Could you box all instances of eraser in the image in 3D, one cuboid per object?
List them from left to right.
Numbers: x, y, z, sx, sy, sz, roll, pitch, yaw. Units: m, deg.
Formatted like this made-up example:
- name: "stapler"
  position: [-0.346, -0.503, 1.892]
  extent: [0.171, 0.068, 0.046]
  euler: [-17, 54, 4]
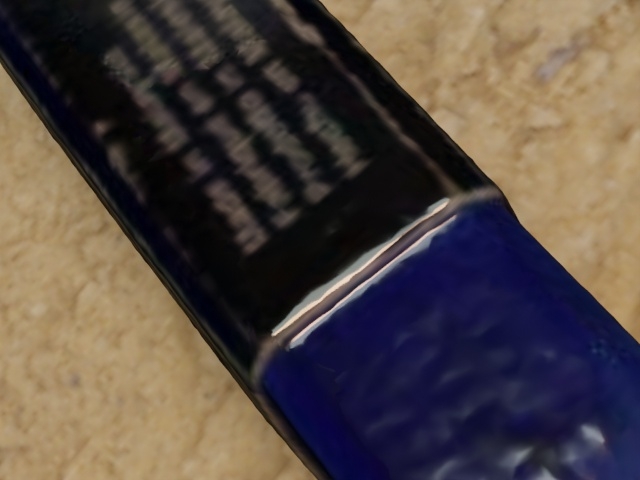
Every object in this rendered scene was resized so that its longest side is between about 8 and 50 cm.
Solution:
- name: "eraser"
  position: [0.000, 0.000, 0.505]
  extent: [0.101, 0.155, 0.332]
  euler: [-39, 58, -4]
